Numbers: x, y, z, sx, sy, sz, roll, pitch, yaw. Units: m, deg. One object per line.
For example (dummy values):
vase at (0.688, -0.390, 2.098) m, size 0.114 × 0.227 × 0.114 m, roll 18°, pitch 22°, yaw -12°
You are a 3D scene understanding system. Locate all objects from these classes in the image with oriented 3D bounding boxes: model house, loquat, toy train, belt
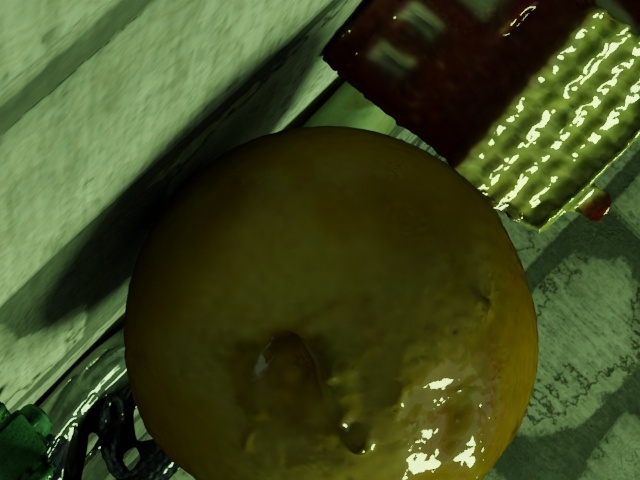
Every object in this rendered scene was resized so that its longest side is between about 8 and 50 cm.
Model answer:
model house at (0.168, -0.142, 1.238) m, size 0.196 × 0.254 × 0.160 m, roll -48°, pitch 179°, yaw 27°
loquat at (0.009, 0.069, 1.181) m, size 0.328 × 0.328 × 0.328 m, roll -46°, pitch 176°, yaw -5°
toy train at (-0.290, 0.206, 1.193) m, size 0.200 × 0.083 × 0.132 m, roll -43°, pitch -175°, yaw -38°
belt at (-0.192, 0.174, 1.475) m, size 0.230 × 0.139 × 0.126 m, roll -48°, pitch -179°, yaw -8°

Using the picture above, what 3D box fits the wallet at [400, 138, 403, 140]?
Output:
wallet at (0.000, 0.000, 2.231) m, size 0.379 × 0.046 × 0.190 m, roll -43°, pitch 176°, yaw -44°

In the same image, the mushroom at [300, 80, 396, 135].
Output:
mushroom at (-0.018, -0.056, 1.401) m, size 0.312 × 0.081 × 0.100 m, roll -50°, pitch 180°, yaw -16°
